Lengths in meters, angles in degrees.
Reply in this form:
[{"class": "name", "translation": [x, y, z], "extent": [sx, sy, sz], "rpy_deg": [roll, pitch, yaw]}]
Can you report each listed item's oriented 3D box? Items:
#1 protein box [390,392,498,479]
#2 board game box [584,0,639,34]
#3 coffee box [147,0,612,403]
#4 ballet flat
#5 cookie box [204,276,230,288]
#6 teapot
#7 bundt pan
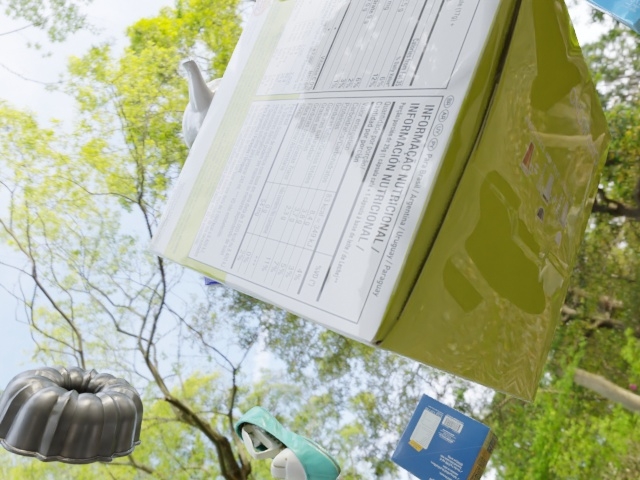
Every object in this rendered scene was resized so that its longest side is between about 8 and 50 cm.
[{"class": "protein box", "translation": [0.334, 0.561, 1.283], "extent": [0.201, 0.200, 0.136], "rpy_deg": [-58, -39, -15]}, {"class": "board game box", "translation": [0.611, -0.587, 0.875], "extent": [0.064, 0.242, 0.316], "rpy_deg": [-2, -45, -44]}, {"class": "coffee box", "translation": [0.083, -0.055, 0.544], "extent": [0.338, 0.334, 0.338], "rpy_deg": [30, -101, -45]}, {"class": "ballet flat", "translation": [-0.075, 0.397, 0.892], "extent": [0.087, 0.247, 0.083], "rpy_deg": [-22, -63, -40]}, {"class": "cookie box", "translation": [-0.187, 0.035, 0.921], "extent": [0.092, 0.040, 0.107], "rpy_deg": [27, -126, -69]}, {"class": "teapot", "translation": [-0.227, -0.323, 1.214], "extent": [0.253, 0.256, 0.186], "rpy_deg": [-1, -101, -19]}, {"class": "bundt pan", "translation": [-0.563, 0.379, 1.098], "extent": [0.331, 0.331, 0.124], "rpy_deg": [21, -97, -43]}]
